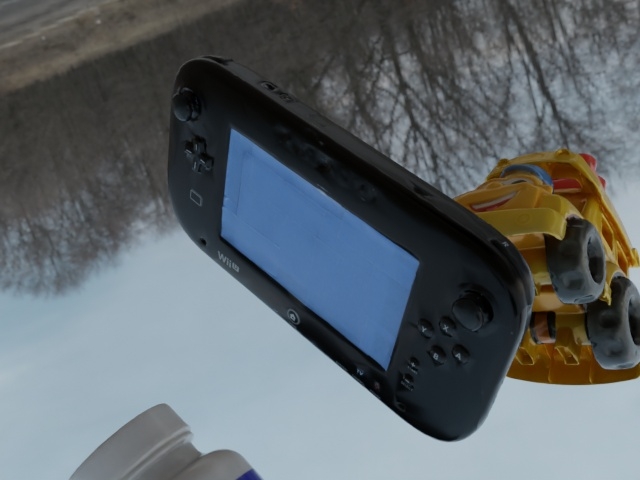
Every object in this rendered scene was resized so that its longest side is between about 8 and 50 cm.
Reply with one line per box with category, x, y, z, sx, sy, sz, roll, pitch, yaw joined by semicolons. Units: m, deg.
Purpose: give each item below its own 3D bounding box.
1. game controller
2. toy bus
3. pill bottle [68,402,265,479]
game controller;0.000;0.000;0.569;0.319;0.166;0.067;37;-143;29
toy bus;0.199;-0.005;0.723;0.150;0.220;0.211;-5;-129;38
pill bottle;-0.084;0.273;0.679;0.152;0.272;0.152;-42;168;-10
